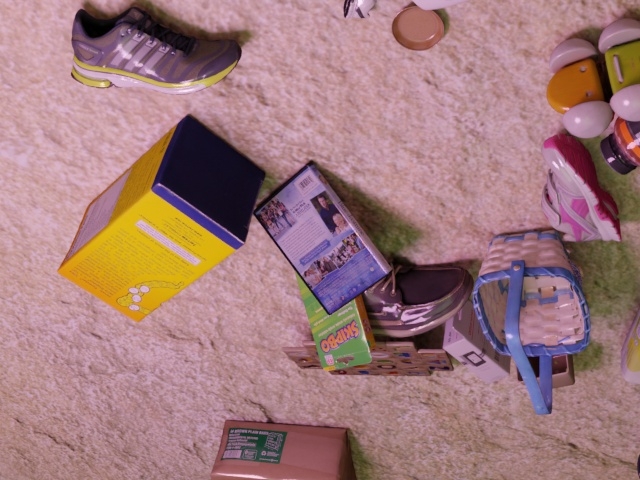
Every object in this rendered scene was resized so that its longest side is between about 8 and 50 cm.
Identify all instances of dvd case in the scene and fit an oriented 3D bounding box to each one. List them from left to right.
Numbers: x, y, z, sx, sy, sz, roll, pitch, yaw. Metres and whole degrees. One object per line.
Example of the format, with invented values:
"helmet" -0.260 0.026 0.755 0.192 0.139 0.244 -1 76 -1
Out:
"dvd case" 0.000 0.000 1.880 0.180 0.022 0.253 -38 88 40

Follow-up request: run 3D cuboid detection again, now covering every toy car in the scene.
"toy car" 0.447 -0.236 1.539 0.182 0.159 0.136 -19 153 29

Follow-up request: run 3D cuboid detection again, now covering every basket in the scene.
"basket" 0.384 0.136 1.822 0.201 0.288 0.254 -4 137 24

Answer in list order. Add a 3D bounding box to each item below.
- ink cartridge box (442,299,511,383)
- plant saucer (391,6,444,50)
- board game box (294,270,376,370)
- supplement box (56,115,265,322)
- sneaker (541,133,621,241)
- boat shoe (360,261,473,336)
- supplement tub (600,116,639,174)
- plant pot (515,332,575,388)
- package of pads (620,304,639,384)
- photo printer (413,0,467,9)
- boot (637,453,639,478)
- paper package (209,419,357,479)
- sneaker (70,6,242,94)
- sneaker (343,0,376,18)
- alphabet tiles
"ink cartridge box" 0.309 0.197 2.038 0.180 0.104 0.060 39 132 -24
"plant saucer" 0.154 -0.338 1.587 0.084 0.015 0.083 7 137 7
"board game box" 0.024 0.120 1.955 0.124 0.039 0.259 -16 87 37
"supplement box" -0.298 -0.032 1.880 0.195 0.194 0.357 37 132 -23
"sneaker" 0.429 -0.075 1.731 0.111 0.103 0.252 -18 128 27
"boat shoe" 0.124 0.111 1.974 0.356 0.132 0.130 -17 127 27
"supplement tub" 0.542 -0.184 1.591 0.106 0.106 0.198 34 133 -21
"plant pot" 0.470 0.251 2.063 0.109 0.109 0.096 -16 142 27
"package of pads" 0.751 0.199 1.939 0.297 0.101 0.229 9 135 5
"photo printer" 0.176 -0.464 1.366 0.256 0.107 0.307 -24 133 30
"boot" 0.819 0.405 1.978 0.367 0.146 0.445 -13 161 11
"paper package" -0.079 0.605 2.505 0.325 0.168 0.309 2 134 12
"sneaker" -0.278 -0.317 1.648 0.300 0.111 0.121 2 131 9
"sneaker" 0.069 -0.388 1.546 0.044 0.040 0.109 5 142 -16
"alphabet tiles" 0.104 0.252 2.127 0.343 0.011 0.285 -1 160 14
